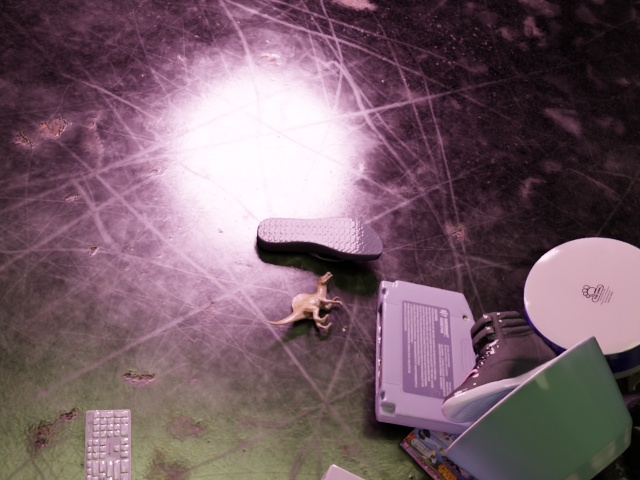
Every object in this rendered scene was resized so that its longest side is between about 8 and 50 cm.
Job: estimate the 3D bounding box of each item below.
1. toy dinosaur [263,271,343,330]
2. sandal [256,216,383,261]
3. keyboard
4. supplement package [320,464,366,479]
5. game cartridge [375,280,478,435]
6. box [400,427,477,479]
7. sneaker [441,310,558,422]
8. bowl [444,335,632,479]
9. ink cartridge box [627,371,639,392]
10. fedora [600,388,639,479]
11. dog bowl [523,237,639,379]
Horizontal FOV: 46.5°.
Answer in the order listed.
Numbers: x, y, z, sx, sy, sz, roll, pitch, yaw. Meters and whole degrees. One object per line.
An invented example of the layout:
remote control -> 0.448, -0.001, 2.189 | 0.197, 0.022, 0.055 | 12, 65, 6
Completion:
toy dinosaur -> -0.020, 0.134, 1.414 | 0.093, 0.053, 0.183 | 29, 47, 25
sandal -> 0.000, -0.001, 1.503 | 0.255, 0.054, 0.097 | 8, 48, 4
keyboard -> -0.338, 0.393, 1.184 | 0.072, 0.014, 0.256 | -1, 58, -13
supplement package -> 0.099, 0.497, 1.117 | 0.293, 0.175, 0.177 | 25, 57, 4
game cartridge -> 0.201, 0.214, 1.382 | 0.196, 0.060, 0.294 | 10, 49, -5
box -> 0.221, 0.376, 1.314 | 0.094, 0.027, 0.137 | -35, 70, -32
sneaker -> 0.288, 0.215, 1.311 | 0.296, 0.104, 0.147 | -14, 58, -38
bowl -> 0.370, 0.310, 1.191 | 0.312, 0.311, 0.163 | -27, 65, -27
ink cartridge box -> 0.653, 0.213, 1.470 | 0.062, 0.109, 0.209 | 12, 56, -4
fedora -> 0.619, 0.425, 1.294 | 0.334, 0.152, 0.334 | 4, 52, -5
dog bowl -> 0.529, 0.128, 1.434 | 0.265, 0.104, 0.264 | -10, 52, 13
